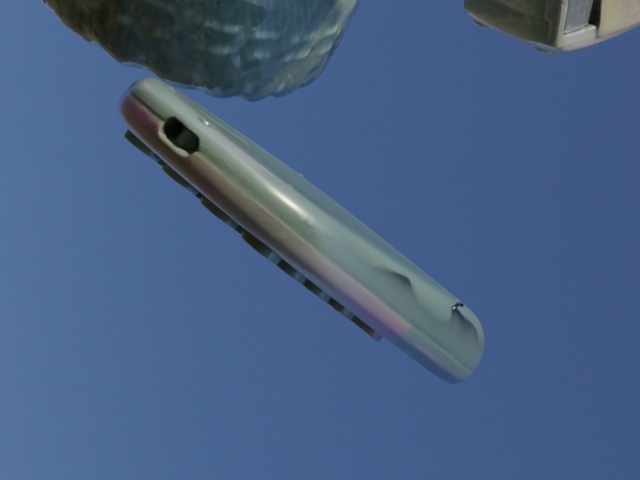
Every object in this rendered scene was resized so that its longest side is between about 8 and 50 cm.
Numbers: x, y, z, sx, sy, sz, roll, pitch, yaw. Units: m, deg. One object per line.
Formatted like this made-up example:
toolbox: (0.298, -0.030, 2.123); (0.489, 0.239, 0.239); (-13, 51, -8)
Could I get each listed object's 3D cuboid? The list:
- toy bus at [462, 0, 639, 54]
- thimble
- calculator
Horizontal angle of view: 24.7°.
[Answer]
toy bus: (0.162, -0.284, 0.844); (0.097, 0.138, 0.343); (31, -48, 36)
thimble: (-0.061, -0.204, 0.894); (0.250, 0.204, 0.172); (-88, -163, -65)
calculator: (0.000, 0.000, 0.755); (0.185, 0.299, 0.041); (39, -88, 32)
